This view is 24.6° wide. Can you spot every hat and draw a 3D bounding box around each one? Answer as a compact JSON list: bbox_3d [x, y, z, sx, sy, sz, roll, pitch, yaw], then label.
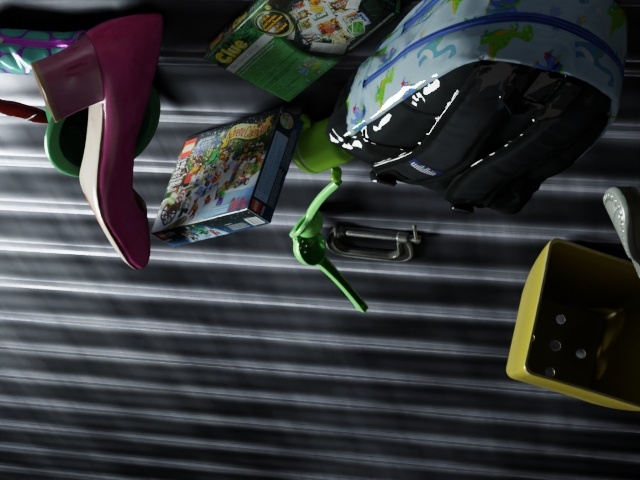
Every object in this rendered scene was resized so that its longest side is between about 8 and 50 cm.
[{"bbox_3d":[-0.356,-0.207,2.061,0.208,0.183,0.173,5,121,-48],"label":"hat"}]

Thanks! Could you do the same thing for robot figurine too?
[{"bbox_3d":[0.006,-0.132,2.021,0.115,0.067,0.101,-19,110,41],"label":"robot figurine"}]

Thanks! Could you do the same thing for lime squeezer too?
[{"bbox_3d":[0.000,0.000,2.227,0.110,0.059,0.310,36,154,32],"label":"lime squeezer"}]

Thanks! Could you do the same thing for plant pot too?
[{"bbox_3d":[0.393,0.144,2.235,0.212,0.212,0.187,17,163,-9],"label":"plant pot"}]

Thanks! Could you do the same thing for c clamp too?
[{"bbox_3d":[0.081,-0.002,2.266,0.160,0.022,0.137,3,156,15],"label":"c clamp"}]

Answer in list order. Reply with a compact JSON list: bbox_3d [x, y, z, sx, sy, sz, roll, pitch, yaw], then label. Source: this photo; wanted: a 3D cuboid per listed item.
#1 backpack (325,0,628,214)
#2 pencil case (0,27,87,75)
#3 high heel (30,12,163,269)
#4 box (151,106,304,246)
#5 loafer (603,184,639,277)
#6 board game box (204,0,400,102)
[{"bbox_3d":[0.205,-0.188,1.706,0.290,0.273,0.355,21,171,-11],"label":"backpack"},{"bbox_3d":[-0.382,-0.253,1.959,0.151,0.065,0.070,5,162,12],"label":"pencil case"},{"bbox_3d":[-0.243,-0.123,1.974,0.181,0.127,0.377,-25,136,-10],"label":"high heel"},{"bbox_3d":[-0.131,-0.085,2.027,0.044,0.159,0.233,32,153,-32],"label":"box"},{"bbox_3d":[0.463,-0.014,2.054,0.087,0.094,0.251,-25,149,12],"label":"loafer"},{"bbox_3d":[-0.027,-0.265,1.847,0.136,0.030,0.259,24,148,-25],"label":"board game box"}]
